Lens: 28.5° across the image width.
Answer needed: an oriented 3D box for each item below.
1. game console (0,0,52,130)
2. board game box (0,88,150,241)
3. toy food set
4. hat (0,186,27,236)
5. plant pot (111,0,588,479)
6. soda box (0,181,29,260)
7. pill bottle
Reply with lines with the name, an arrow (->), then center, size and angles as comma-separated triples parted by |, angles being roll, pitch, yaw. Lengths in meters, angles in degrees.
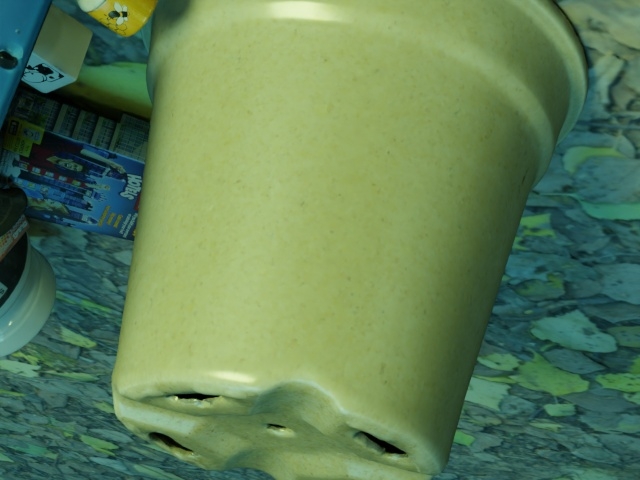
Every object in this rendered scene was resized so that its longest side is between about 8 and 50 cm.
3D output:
game console -> -0.320, -0.087, 0.739 | 0.250, 0.293, 0.173 | -18, 137, 39
board game box -> -0.186, -0.058, 1.124 | 0.194, 0.060, 0.194 | 18, 154, -13
toy food set -> -0.212, -0.169, 0.842 | 0.232, 0.111, 0.104 | -11, 147, 45
hat -> -0.386, -0.080, 0.938 | 0.331, 0.134, 0.331 | 0, 169, 0
plant pot -> 0.000, 0.000, 0.870 | 0.334, 0.305, 0.334 | 10, 154, 5
soda box -> -0.337, 0.025, 1.092 | 0.058, 0.183, 0.063 | 19, 148, 25
pill bottle -> -0.384, 0.003, 1.229 | 0.162, 0.162, 0.278 | 1, 154, 23
